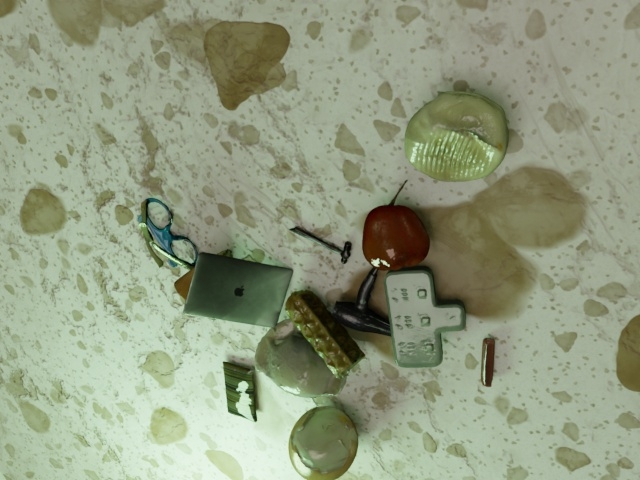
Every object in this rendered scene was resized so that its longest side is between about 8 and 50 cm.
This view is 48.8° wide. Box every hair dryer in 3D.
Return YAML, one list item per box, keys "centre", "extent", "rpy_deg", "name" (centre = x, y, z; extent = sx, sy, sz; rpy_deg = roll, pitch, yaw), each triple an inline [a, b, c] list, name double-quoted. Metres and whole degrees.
- centre: [0.144, 0.147, 1.842]
  extent: [0.195, 0.075, 0.219]
  rpy_deg: [19, 115, 4]
  name: "hair dryer"

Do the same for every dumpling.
- centre: [-0.051, 0.322, 1.967]
  extent: [0.243, 0.175, 0.227]
  rpy_deg: [11, 93, -9]
  name: "dumpling"

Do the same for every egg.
- centre: [0.005, 0.603, 2.055]
  extent: [0.201, 0.201, 0.244]
  rpy_deg: [26, 135, 11]
  name: "egg"

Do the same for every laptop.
- centre: [-0.223, 0.137, 1.921]
  extent: [0.269, 0.015, 0.188]
  rpy_deg: [11, 109, -19]
  name: "laptop"

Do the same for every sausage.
- centre: [0.427, 0.310, 1.802]
  extent: [0.030, 0.035, 0.147]
  rpy_deg: [9, 117, 25]
  name: "sausage"

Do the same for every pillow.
- centre: [-0.251, 0.471, 2.200]
  extent: [0.113, 0.038, 0.204]
  rpy_deg: [12, 119, 23]
  name: "pillow"

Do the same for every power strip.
- centre: [0.270, 0.193, 1.782]
  extent: [0.193, 0.059, 0.265]
  rpy_deg: [-5, 106, 16]
  name: "power strip"

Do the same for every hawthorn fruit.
- centre: [0.172, -0.032, 1.683]
  extent: [0.162, 0.162, 0.204]
  rpy_deg: [-12, 94, 29]
  name: "hawthorn fruit"

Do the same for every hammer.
- centre: [0.000, 0.000, 1.850]
  extent: [0.178, 0.021, 0.065]
  rpy_deg: [27, 123, 13]
  name: "hammer"

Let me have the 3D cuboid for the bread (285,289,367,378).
- centre: [0.006, 0.243, 1.893]
  extent: [0.098, 0.087, 0.269]
  rpy_deg: [-42, 73, 5]
  name: "bread"

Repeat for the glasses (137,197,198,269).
- centre: [-0.432, -0.005, 1.972]
  extent: [0.102, 0.207, 0.239]
  rpy_deg: [-34, 102, -2]
  name: "glasses"

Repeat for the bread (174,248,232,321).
- centre: [-0.292, 0.129, 1.984]
  extent: [0.169, 0.140, 0.160]
  rpy_deg: [-32, 94, 33]
  name: "bread"

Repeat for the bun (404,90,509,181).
- centre: [0.297, -0.232, 1.522]
  extent: [0.229, 0.145, 0.229]
  rpy_deg: [9, 152, 5]
  name: "bun"
